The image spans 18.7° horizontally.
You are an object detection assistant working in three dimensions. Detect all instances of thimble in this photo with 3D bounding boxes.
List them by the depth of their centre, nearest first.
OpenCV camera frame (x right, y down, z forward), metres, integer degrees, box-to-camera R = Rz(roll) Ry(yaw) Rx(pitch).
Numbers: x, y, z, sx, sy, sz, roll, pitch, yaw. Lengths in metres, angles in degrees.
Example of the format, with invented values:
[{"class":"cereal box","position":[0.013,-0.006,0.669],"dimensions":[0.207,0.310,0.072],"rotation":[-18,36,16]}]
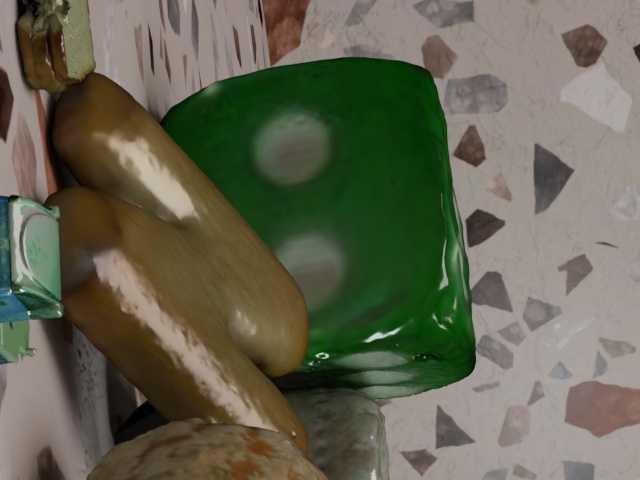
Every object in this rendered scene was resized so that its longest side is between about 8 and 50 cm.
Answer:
[{"class":"thimble","position":[-0.017,0.291,1.859],"dimensions":[0.291,0.195,0.292],"rotation":[-7,90,-85]}]

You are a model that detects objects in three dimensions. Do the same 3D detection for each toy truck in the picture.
[{"class":"toy truck","position":[-0.162,0.024,0.977],"dimensions":[0.175,0.081,0.067],"rotation":[70,16,-74]}]

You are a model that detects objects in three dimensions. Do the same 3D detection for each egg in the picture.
[{"class":"egg","position":[-0.073,0.209,1.189],"dimensions":[0.233,0.195,0.195],"rotation":[-48,136,-55]}]

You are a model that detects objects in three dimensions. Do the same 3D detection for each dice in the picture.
[{"class":"dice","position":[0.000,0.000,1.915],"dimensions":[0.297,0.287,0.300],"rotation":[69,14,-77]}]

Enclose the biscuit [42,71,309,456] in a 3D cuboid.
[{"class":"biscuit","position":[-0.096,0.034,1.386],"dimensions":[0.291,0.062,0.237],"rotation":[51,24,-31]}]

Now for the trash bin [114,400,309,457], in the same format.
[{"class":"trash bin","position":[-0.056,0.212,1.517],"dimensions":[0.225,0.115,0.165],"rotation":[56,7,-2]}]

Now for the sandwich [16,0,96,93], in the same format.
[{"class":"sandwich","position":[-0.182,-0.148,1.323],"dimensions":[0.105,0.035,0.093],"rotation":[-81,165,-72]}]
